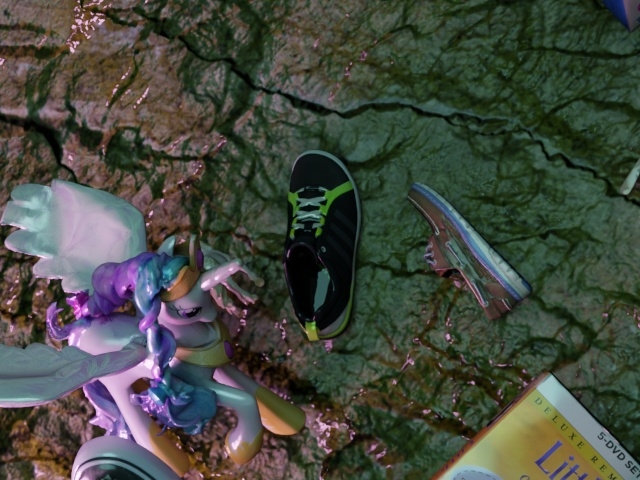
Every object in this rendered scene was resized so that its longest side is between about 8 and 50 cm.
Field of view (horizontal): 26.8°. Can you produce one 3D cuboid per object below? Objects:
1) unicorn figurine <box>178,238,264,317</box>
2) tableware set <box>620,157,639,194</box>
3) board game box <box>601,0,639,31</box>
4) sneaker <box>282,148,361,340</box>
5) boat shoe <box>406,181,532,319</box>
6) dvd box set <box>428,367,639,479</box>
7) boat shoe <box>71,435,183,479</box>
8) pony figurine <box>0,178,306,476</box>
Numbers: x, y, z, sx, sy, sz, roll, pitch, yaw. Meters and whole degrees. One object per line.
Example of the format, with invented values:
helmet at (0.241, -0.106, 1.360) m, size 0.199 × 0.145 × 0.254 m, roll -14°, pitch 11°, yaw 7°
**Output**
unicorn figurine at (-0.123, 0.038, 1.573) m, size 0.111 × 0.162 × 0.060 m, roll 36°, pitch 84°, yaw -5°
tableware set at (0.420, -0.112, 1.448) m, size 0.128 × 0.039 × 0.194 m, roll 28°, pitch 86°, yaw 22°
board game box at (0.401, -0.394, 1.394) m, size 0.302 × 0.308 × 0.086 m, roll -39°, pitch 70°, yaw 6°
sneaker at (0.000, 0.000, 1.539) m, size 0.084 × 0.097 × 0.235 m, roll -9°, pitch 74°, yaw 15°
boat shoe at (0.151, 0.011, 1.504) m, size 0.066 × 0.066 × 0.183 m, roll -44°, pitch 68°, yaw 5°
dvd box set at (0.186, 0.383, 1.362) m, size 0.420 × 0.062 × 0.307 m, roll -44°, pitch 85°, yaw 3°
boat shoe at (-0.172, 0.361, 1.399) m, size 0.121 × 0.119 × 0.335 m, roll -14°, pitch 114°, yaw 17°
pony figurine at (-0.209, 0.106, 1.434) m, size 0.350 × 0.363 × 0.303 m, roll 4°, pitch 51°, yaw 19°
